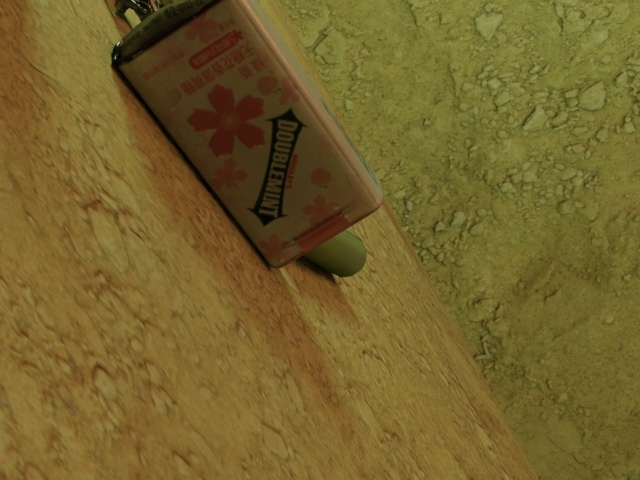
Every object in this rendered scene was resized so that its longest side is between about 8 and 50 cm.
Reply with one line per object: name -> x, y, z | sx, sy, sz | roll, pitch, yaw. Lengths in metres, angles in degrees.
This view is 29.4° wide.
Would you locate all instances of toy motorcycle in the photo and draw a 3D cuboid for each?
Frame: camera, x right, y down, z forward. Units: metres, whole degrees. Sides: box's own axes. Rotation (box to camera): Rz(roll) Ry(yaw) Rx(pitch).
toy motorcycle -> -0.273, -0.359, 1.665 | 0.173, 0.058, 0.100 | 57, 17, -2

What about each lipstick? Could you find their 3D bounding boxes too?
lipstick -> 0.000, 0.000, 1.875 | 0.076, 0.076, 0.304 | 62, 10, 17

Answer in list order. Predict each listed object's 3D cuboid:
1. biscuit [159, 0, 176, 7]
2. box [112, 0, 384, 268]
biscuit -> -0.180, -0.275, 1.899 | 0.154, 0.045, 0.299 | 47, 14, -44
box -> -0.089, -0.155, 1.574 | 0.370, 0.190, 0.112 | 55, 10, -26
